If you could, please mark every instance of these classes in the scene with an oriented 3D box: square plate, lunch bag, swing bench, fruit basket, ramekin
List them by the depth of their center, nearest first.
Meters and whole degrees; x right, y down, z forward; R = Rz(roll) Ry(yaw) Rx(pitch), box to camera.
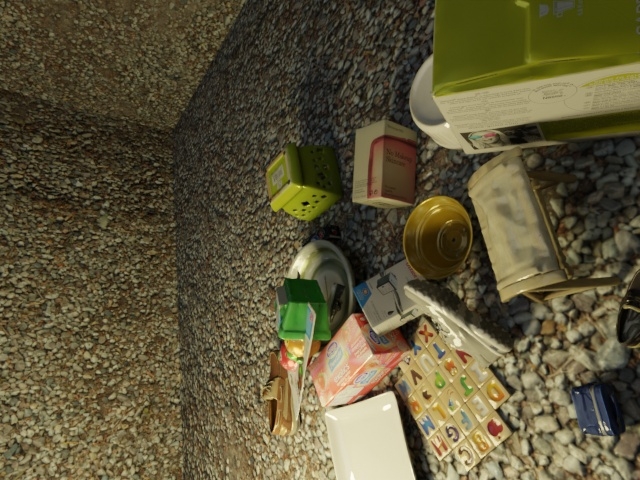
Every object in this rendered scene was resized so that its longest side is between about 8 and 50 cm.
[{"bbox_3d":[0.527,0.314,0.790,0.065,0.067,0.098,-27,61,48],"label":"lunch bag"},{"bbox_3d":[0.419,-0.015,0.836,0.165,0.255,0.253,-31,60,47],"label":"swing bench"},{"bbox_3d":[0.355,-0.386,1.096,0.273,0.127,0.273,-14,73,51],"label":"ramekin"},{"bbox_3d":[0.157,0.657,1.242,0.347,0.049,0.344,-39,54,43],"label":"square plate"},{"bbox_3d":[-0.082,0.309,1.310,0.327,0.165,0.353,-118,41,-69],"label":"fruit basket"}]

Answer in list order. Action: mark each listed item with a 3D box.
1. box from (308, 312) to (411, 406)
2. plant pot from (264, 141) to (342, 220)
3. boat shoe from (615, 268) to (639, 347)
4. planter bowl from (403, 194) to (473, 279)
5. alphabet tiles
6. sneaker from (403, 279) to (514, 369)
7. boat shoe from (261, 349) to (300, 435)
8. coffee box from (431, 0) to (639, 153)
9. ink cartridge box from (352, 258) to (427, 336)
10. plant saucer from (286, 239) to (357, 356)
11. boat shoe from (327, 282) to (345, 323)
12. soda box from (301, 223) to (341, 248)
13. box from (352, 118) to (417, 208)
[{"bbox_3d":[0.108,0.360,1.264,0.300,0.154,0.142,-58,42,34],"label":"box"},{"bbox_3d":[-0.076,-0.227,1.584,0.228,0.207,0.227,-35,57,46],"label":"plant pot"},{"bbox_3d":[0.581,0.123,0.765,0.056,0.049,0.152,12,94,54],"label":"boat shoe"},{"bbox_3d":[0.327,-0.004,1.096,0.217,0.090,0.217,-13,74,51],"label":"planter bowl"},{"bbox_3d":[0.327,0.390,1.093,0.285,0.011,0.342,-60,42,27],"label":"alphabet tiles"},{"bbox_3d":[0.310,0.202,1.014,0.281,0.105,0.115,38,120,26],"label":"sneaker"},{"bbox_3d":[-0.165,0.585,1.623,0.123,0.116,0.324,-46,49,48],"label":"boat shoe"},{"bbox_3d":[0.411,-0.380,0.758,0.338,0.334,0.337,1,84,29],"label":"coffee box"},{"bbox_3d":[0.207,0.154,1.159,0.191,0.082,0.139,-31,53,6],"label":"ink cartridge box"},{"bbox_3d":[0.015,0.199,1.473,0.400,0.100,0.400,-12,74,51],"label":"plant saucer"},{"bbox_3d":[0.046,0.200,1.311,0.040,0.049,0.142,13,110,10],"label":"boat shoe"},{"bbox_3d":[0.000,0.000,1.561,0.169,0.060,0.053,-35,58,45],"label":"soda box"},{"bbox_3d":[0.195,-0.222,1.265,0.127,0.149,0.232,-3,82,53],"label":"box"}]
